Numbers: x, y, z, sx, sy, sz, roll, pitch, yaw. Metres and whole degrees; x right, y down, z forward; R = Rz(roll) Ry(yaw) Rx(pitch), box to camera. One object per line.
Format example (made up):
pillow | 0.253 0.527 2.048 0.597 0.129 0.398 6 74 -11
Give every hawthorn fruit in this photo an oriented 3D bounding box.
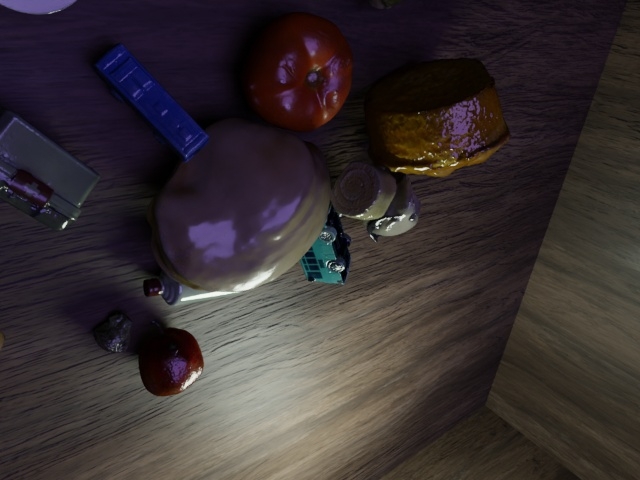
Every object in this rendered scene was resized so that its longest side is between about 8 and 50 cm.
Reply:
hawthorn fruit | -0.380 0.285 1.244 0.157 0.157 0.194 -25 112 -30

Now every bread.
bread | 0.116 -0.126 1.311 0.148 0.134 0.141 -48 160 18
bread | 0.293 -0.325 1.318 0.398 0.398 0.215 -35 128 -21

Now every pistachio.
pistachio | -0.165 -0.081 1.100 0.445 0.281 0.365 -35 110 -24

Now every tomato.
tomato | -0.056 -0.368 1.092 0.260 0.180 0.260 -20 125 -32

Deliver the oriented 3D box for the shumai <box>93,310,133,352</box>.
shumai | -0.468 0.208 1.152 0.080 0.083 0.082 -49 180 22

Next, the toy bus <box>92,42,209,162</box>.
toy bus | -0.309 -0.256 0.927 0.236 0.094 0.079 47 73 -17

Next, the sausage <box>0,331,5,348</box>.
sausage | -0.685 0.133 0.874 0.123 0.123 0.253 -36 134 -21

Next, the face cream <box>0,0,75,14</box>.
face cream | -0.439 -0.430 0.719 0.177 0.153 0.177 -21 128 -30

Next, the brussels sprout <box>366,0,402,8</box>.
brussels sprout | 0.167 -0.639 1.156 0.161 0.144 0.181 -54 166 -31

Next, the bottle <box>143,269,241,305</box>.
bottle | -0.308 0.100 1.216 0.245 0.104 0.104 -7 120 -41

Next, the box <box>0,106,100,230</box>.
box | -0.508 -0.123 0.861 0.129 0.148 0.210 -59 140 -13

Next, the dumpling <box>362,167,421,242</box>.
dumpling | 0.185 -0.109 1.455 0.163 0.293 0.204 -25 86 -15

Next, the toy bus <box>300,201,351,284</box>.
toy bus | 0.000 0.000 1.398 0.128 0.147 0.256 -71 154 -43
